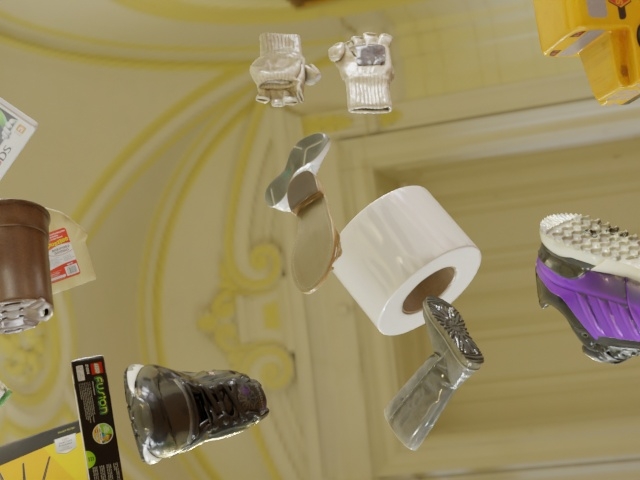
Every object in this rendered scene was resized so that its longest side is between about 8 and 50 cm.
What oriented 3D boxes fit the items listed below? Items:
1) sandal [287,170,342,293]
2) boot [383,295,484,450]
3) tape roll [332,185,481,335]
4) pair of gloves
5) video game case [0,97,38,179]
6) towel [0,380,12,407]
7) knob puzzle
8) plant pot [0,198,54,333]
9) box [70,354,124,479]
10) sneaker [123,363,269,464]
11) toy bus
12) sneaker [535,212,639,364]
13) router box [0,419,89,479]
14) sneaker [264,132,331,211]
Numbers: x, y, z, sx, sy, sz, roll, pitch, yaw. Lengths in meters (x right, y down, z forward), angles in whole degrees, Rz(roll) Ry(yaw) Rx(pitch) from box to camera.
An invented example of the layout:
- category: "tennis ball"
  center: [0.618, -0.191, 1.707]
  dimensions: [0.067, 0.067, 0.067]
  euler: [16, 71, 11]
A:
- category: "sandal"
  center: [0.005, -0.003, 1.770]
  dimensions: [0.079, 0.088, 0.240]
  euler: [37, -148, -39]
- category: "boot"
  center: [0.178, 0.225, 1.948]
  dimensions: [0.208, 0.076, 0.190]
  euler: [-60, 33, 30]
- category: "tape roll"
  center: [0.160, 0.039, 2.165]
  dimensions: [0.169, 0.246, 0.246]
  euler: [52, -179, 26]
- category: "pair of gloves"
  center: [0.004, -0.288, 1.886]
  dimensions: [0.204, 0.240, 0.042]
  euler: [-83, -3, -48]
- category: "video game case"
  center: [-0.505, -0.143, 1.523]
  dimensions: [0.190, 0.173, 0.022]
  euler: [35, -163, -14]
- category: "towel"
  center: [-0.669, 0.248, 1.845]
  dimensions: [0.248, 0.325, 0.038]
  euler: [-54, -31, -4]
- category: "knob puzzle"
  center: [-0.544, 0.015, 2.194]
  dimensions: [0.030, 0.213, 0.213]
  euler: [-133, 24, -60]
- category: "plant pot"
  center: [-0.488, 0.046, 1.763]
  dimensions: [0.167, 0.167, 0.165]
  euler: [50, -160, -64]
- category: "box"
  center: [-0.234, 0.229, 1.216]
  dimensions: [0.114, 0.036, 0.207]
  euler: [146, 115, -76]
- category: "sneaker"
  center: [-0.128, 0.175, 1.254]
  dimensions: [0.283, 0.124, 0.107]
  euler: [41, -145, -81]
- category: "toy bus"
  center: [0.332, -0.337, 1.404]
  dimensions: [0.108, 0.130, 0.333]
  euler: [145, 120, -70]
- category: "sneaker"
  center: [0.369, 0.087, 1.294]
  dimensions: [0.102, 0.293, 0.146]
  euler: [-20, -50, -41]
- category: "router box"
  center: [-0.370, 0.316, 1.422]
  dimensions: [0.046, 0.178, 0.133]
  euler: [71, 180, -51]
- category: "sneaker"
  center: [-0.031, -0.113, 1.895]
  dimensions: [0.061, 0.152, 0.054]
  euler: [27, -166, -51]
